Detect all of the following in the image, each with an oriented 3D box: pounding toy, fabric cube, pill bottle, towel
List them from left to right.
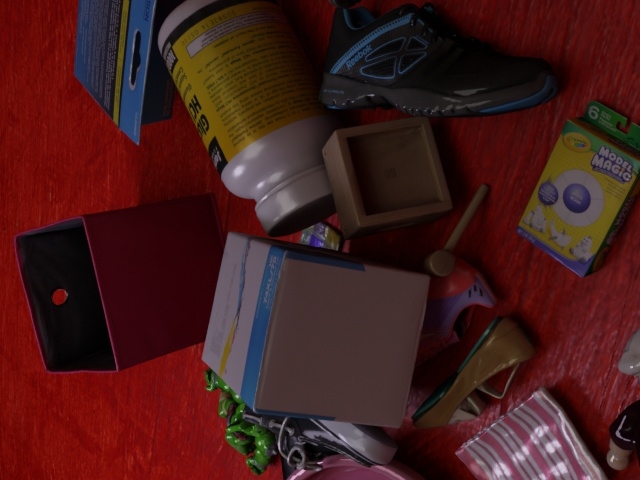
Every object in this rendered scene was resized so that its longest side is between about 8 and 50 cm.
[{"bbox_3d":[-0.333,0.071,1.533,0.259,0.258,0.254,-9,95,46],"label":"fabric cube"},{"bbox_3d":[-0.084,-0.182,1.259,0.188,0.188,0.333,-38,73,44],"label":"pill bottle"},{"bbox_3d":[0.000,0.000,1.354,0.083,0.009,0.060,37,126,32],"label":"towel"},{"bbox_3d":[0.117,-0.046,1.142,0.094,0.181,0.206,136,121,-73],"label":"pounding toy"},{"bbox_3d":[0.267,0.290,1.139,0.144,0.029,0.197,56,138,18],"label":"towel"}]

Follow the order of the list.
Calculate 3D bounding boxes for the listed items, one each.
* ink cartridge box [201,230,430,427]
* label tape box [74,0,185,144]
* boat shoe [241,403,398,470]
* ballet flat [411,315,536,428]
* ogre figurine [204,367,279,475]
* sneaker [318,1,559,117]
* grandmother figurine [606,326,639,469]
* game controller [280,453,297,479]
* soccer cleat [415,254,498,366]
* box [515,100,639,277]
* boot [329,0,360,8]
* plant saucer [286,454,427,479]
[{"bbox_3d":[-0.017,0.108,1.171,0.270,0.198,0.197,-166,86,-69],"label":"ink cartridge box"},{"bbox_3d":[-0.292,-0.329,1.426,0.348,0.115,0.249,42,128,48],"label":"label tape box"},{"bbox_3d":[-0.017,0.268,1.244,0.306,0.113,0.105,18,80,49],"label":"boat shoe"},{"bbox_3d":[0.199,0.194,1.163,0.073,0.080,0.232,41,130,12],"label":"ballet flat"},{"bbox_3d":[-0.126,0.304,1.507,0.118,0.097,0.197,-24,72,58],"label":"ogre figurine"},{"bbox_3d":[0.129,-0.222,1.082,0.341,0.125,0.139,12,104,40],"label":"sneaker"},{"bbox_3d":[0.389,0.248,0.970,0.208,0.104,0.342,2,101,60],"label":"grandmother figurine"},{"bbox_3d":[0.001,0.295,1.395,0.166,0.067,0.319,3,104,45],"label":"game controller"},{"bbox_3d":[0.142,0.126,1.199,0.095,0.083,0.248,47,128,20],"label":"soccer cleat"},{"bbox_3d":[0.304,-0.059,1.008,0.105,0.043,0.179,38,124,31],"label":"box"},{"bbox_3d":[-0.005,-0.410,1.172,0.209,0.076,0.189,25,84,31],"label":"boot"},{"bbox_3d":[0.083,0.458,1.307,0.332,0.084,0.332,7,104,29],"label":"plant saucer"}]
